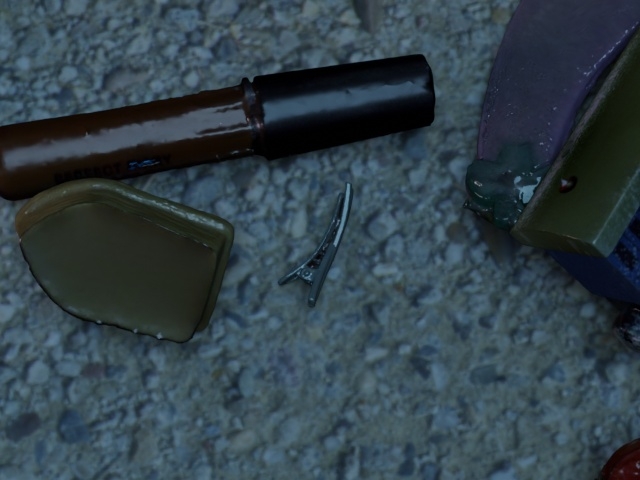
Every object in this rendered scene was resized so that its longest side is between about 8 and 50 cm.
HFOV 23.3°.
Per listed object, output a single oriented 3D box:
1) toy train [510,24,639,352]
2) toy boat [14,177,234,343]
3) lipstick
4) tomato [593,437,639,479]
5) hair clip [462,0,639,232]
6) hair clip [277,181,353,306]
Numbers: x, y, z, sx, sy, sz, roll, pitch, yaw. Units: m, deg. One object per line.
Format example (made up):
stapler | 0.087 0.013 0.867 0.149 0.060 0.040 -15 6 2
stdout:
toy train | 0.310 -0.060 1.337 0.202 0.131 0.300 40 75 -27
toy boat | -0.176 0.014 1.330 0.188 0.061 0.116 17 110 -3
lipstick | -0.106 -0.098 1.374 0.418 0.077 0.077 -11 80 -4
tomato | 0.292 0.236 1.330 0.139 0.091 0.159 18 104 5
hair clip | 0.223 -0.162 1.407 0.095 0.110 0.359 31 77 -26
hair clip | 0.000 0.000 1.384 0.039 0.030 0.115 24 79 2
